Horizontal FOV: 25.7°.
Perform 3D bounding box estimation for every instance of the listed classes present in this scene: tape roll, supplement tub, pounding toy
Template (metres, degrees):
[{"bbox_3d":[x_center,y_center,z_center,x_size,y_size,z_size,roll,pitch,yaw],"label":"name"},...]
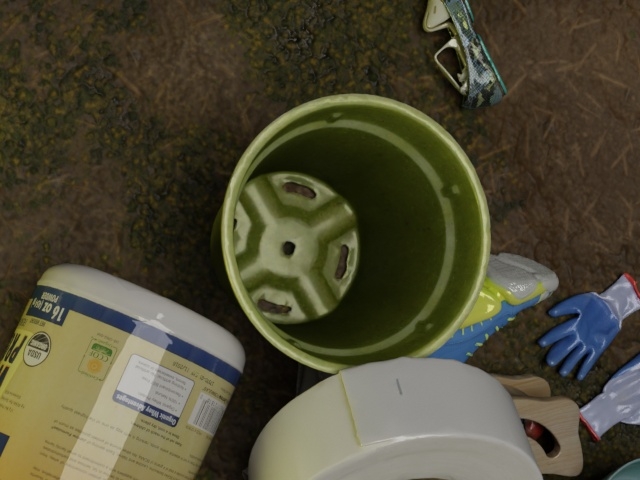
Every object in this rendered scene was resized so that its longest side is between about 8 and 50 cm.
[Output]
[{"bbox_3d":[0.073,0.243,1.390,0.286,0.286,0.100,3,43,-18],"label":"tape roll"},{"bbox_3d":[-0.232,0.204,1.390,0.228,0.228,0.316,27,78,-15],"label":"supplement tub"},{"bbox_3d":[0.181,0.242,1.549,0.270,0.155,0.154,4,106,-26],"label":"pounding toy"}]

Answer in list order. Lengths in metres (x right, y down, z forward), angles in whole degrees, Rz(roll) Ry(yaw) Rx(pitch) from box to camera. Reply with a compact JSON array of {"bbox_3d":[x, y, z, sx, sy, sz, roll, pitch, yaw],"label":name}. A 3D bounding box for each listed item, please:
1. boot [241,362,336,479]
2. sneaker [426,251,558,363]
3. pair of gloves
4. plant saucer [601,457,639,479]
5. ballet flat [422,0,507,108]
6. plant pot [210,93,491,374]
[{"bbox_3d":[-0.024,0.236,1.526,0.123,0.095,0.258,-5,89,-26],"label":"boot"},{"bbox_3d":[0.165,0.088,1.620,0.240,0.091,0.126,-6,118,-29],"label":"sneaker"},{"bbox_3d":[0.357,0.146,1.700,0.159,0.023,0.198,-33,96,-17],"label":"pair of gloves"},{"bbox_3d":[0.357,0.408,1.613,0.318,0.044,0.317,4,84,-46],"label":"plant saucer"},{"bbox_3d":[0.156,-0.241,1.640,0.070,0.070,0.188,-24,91,-18],"label":"ballet flat"},{"bbox_3d":[0.000,0.000,1.468,0.276,0.254,0.276,1,87,-18],"label":"plant pot"}]
